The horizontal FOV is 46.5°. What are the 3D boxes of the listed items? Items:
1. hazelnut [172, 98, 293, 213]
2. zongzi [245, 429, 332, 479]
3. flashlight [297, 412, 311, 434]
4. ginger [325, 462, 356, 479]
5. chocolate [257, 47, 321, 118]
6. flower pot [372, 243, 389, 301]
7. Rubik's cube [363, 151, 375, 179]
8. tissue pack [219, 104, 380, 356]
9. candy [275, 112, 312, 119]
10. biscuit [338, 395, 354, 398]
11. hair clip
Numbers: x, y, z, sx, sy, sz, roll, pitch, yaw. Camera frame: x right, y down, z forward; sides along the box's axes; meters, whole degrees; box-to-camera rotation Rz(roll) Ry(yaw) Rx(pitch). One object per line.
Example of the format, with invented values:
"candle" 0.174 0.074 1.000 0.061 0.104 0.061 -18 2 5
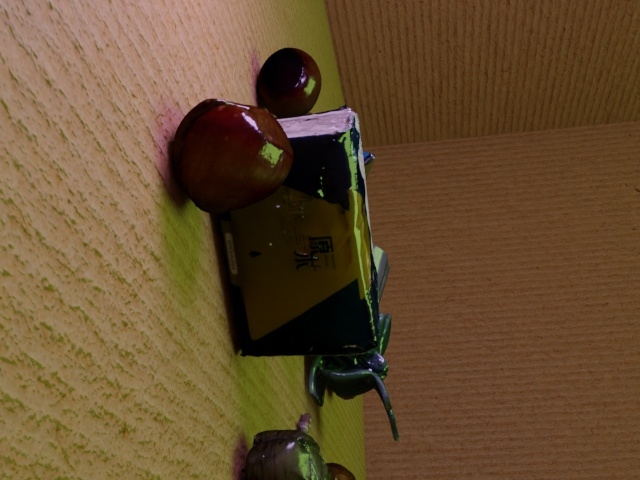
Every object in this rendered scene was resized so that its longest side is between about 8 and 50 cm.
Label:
"hazelnut" -0.134 -0.123 1.106 0.204 0.178 0.177 37 -40 58
"zongzi" -0.066 0.538 1.272 0.360 0.160 0.322 -71 151 -55
"flashlight" -0.038 0.473 1.919 0.110 0.031 0.052 -54 139 -79
"ginger" 0.021 0.681 1.693 0.176 0.254 0.418 -49 -168 37
"chocolate" -0.069 -0.359 1.747 0.177 0.177 0.176 -5 90 -83
"flower pot" 0.041 0.147 2.039 0.265 0.265 0.243 74 27 -56
"Rubik's cube" -0.024 -0.110 1.678 0.233 0.229 0.228 -122 -140 -75
"tissue pack" -0.036 -0.018 1.361 0.253 0.264 0.416 -69 153 -71
"candy" -0.055 -0.205 1.905 0.260 0.118 0.259 -5 90 -80
"biscuit" 0.075 0.387 2.569 0.326 0.107 0.325 -1 90 -83
"hair clip" 0.097 0.383 2.192 0.318 0.239 0.391 68 19 -68
